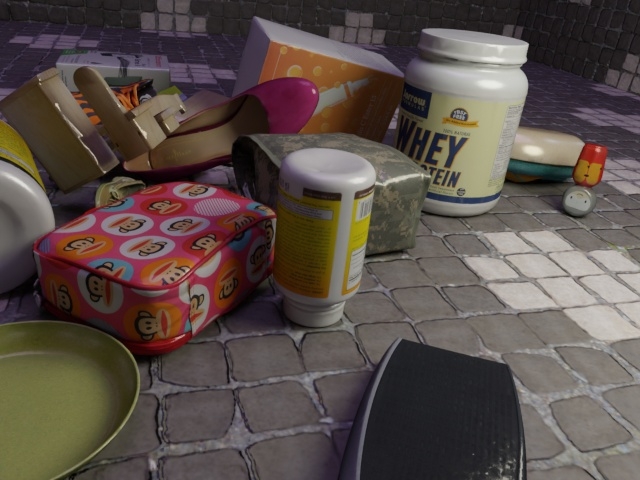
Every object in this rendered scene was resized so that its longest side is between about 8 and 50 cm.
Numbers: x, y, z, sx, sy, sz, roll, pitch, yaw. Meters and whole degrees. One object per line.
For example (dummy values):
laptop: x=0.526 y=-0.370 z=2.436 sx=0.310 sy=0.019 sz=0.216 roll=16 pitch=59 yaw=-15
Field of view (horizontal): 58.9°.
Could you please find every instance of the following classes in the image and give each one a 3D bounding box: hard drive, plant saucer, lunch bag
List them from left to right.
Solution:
plant saucer: x=-0.297 y=0.160 z=0.540 sx=0.240 sy=0.037 sz=0.241 roll=5 pitch=26 yaw=-3
lunch bag: x=-0.220 y=0.011 z=0.759 sx=0.258 sy=0.120 sz=0.293 roll=17 pitch=29 yaw=22
lunch bag: x=0.001 y=-0.096 z=0.967 sx=0.235 sy=0.169 sz=0.287 roll=-9 pitch=35 yaw=-27
hard drive: x=0.115 y=0.191 z=0.551 sx=0.171 sy=0.054 sz=0.255 roll=12 pitch=27 yaw=12

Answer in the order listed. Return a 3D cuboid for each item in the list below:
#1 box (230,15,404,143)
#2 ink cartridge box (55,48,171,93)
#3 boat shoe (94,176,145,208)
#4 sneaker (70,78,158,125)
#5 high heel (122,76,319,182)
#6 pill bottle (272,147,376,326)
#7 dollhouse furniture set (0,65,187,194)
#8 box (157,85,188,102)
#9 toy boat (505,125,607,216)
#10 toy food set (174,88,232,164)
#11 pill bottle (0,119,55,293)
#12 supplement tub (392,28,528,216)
box: x=-0.008 y=-0.344 z=1.311 sx=0.345 sy=0.215 sz=0.168 roll=7 pitch=32 yaw=-26
ink cartridge box: x=-0.568 y=-0.450 z=1.586 sx=0.289 sy=0.122 sz=0.211 roll=-2 pitch=28 yaw=-17
boat shoe: x=-0.344 y=-0.073 z=0.972 sx=0.048 sy=0.056 sz=0.153 roll=1 pitch=20 yaw=-1
sneaker: x=-0.459 y=-0.303 z=1.275 sx=0.180 sy=0.125 sz=0.321 roll=-12 pitch=26 yaw=7
high heel: x=-0.184 y=-0.195 z=1.045 sx=0.377 sy=0.127 sz=0.181 roll=-23 pitch=4 yaw=30
pill bottle: x=0.000 y=0.000 z=0.723 sx=0.117 sy=0.215 sz=0.117 roll=5 pitch=27 yaw=-3
dollhouse furniture set: x=-0.363 y=-0.257 z=1.022 sx=0.303 sy=0.174 sz=0.356 roll=-18 pitch=25 yaw=28
box: x=-0.395 y=-0.343 z=1.465 sx=0.109 sy=0.042 sz=0.178 roll=-28 pitch=38 yaw=-14
toy boat: x=0.506 y=-0.165 z=1.271 sx=0.267 sy=0.148 sz=0.318 roll=3 pitch=19 yaw=-17
toy food set: x=-0.222 y=-0.262 z=1.355 sx=0.219 sy=0.092 sz=0.306 roll=19 pitch=29 yaw=0
pill bottle: x=-0.494 y=-0.076 z=0.793 sx=0.187 sy=0.188 sz=0.334 roll=-10 pitch=31 yaw=-29
supplement tub: x=0.270 y=-0.235 z=1.126 sx=0.235 sy=0.325 sz=0.235 roll=5 pitch=27 yaw=-2
